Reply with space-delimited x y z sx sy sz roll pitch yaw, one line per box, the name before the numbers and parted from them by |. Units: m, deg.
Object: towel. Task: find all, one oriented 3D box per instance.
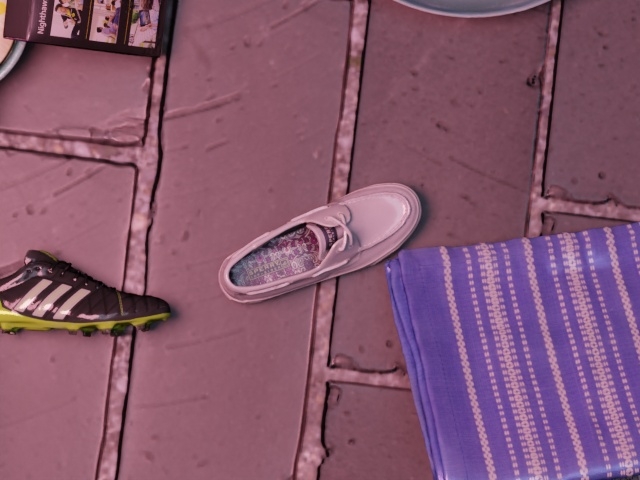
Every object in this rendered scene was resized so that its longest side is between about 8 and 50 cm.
towel | 0.235 0.084 1.609 0.336 0.040 0.243 -8 53 -3

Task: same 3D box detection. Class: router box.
router box | -0.186 -0.247 1.625 0.133 0.046 0.179 4 96 -40

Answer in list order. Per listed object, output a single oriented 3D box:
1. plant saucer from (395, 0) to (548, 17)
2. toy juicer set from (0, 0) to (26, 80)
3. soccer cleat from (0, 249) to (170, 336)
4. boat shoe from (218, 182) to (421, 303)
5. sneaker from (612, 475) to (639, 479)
plant saucer | 0.127 -0.345 1.693 0.317 0.044 0.317 0 85 -2
toy juicer set | -0.344 -0.195 1.640 0.209 0.089 0.329 20 86 -1
soccer cleat | -0.215 0.044 1.644 0.179 0.060 0.072 1 84 1
boat shoe | 0.000 0.000 1.652 0.184 0.063 0.066 -17 87 -3
sneaker | 0.221 0.261 1.605 0.105 0.115 0.281 23 91 -26
